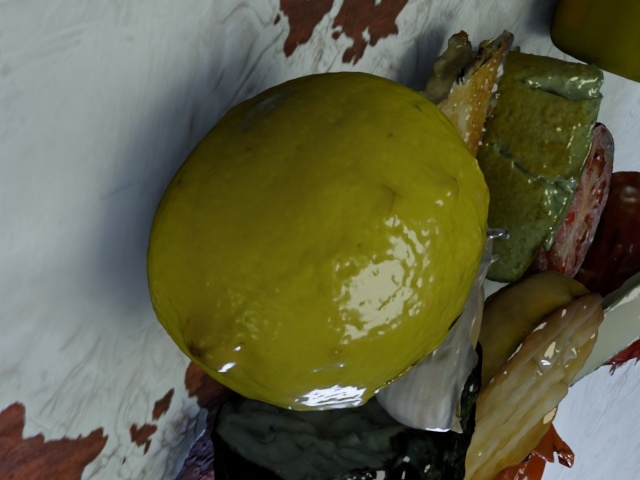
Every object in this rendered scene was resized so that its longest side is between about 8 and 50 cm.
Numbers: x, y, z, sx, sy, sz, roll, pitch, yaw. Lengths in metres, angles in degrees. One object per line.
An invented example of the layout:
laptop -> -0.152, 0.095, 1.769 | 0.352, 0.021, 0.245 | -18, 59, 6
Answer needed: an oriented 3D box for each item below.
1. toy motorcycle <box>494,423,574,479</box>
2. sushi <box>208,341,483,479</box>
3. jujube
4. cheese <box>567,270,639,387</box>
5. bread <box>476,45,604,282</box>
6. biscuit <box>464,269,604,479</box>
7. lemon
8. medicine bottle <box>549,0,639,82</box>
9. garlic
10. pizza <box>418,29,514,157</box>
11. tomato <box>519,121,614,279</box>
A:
toy motorcycle -> 0.212, 0.333, 2.153 | 0.325, 0.148, 0.221 | -63, 177, -19
sushi -> 0.032, 0.202, 1.621 | 0.350, 0.211, 0.170 | -42, 140, -55
jujube -> 0.375, 0.036, 2.163 | 0.174, 0.174, 0.250 | -26, 138, -53
cheese -> 0.288, 0.146, 2.058 | 0.400, 0.034, 0.085 | -36, 124, -5
bread -> 0.216, -0.082, 1.795 | 0.186, 0.124, 0.257 | -57, 165, -56
biscuit -> 0.195, 0.157, 1.888 | 0.296, 0.102, 0.296 | -40, 154, -24
lemon -> -0.002, 0.001, 1.336 | 0.260, 0.261, 0.284 | 79, 24, -50
medicine bottle -> 0.403, -0.360, 1.819 | 0.224, 0.224, 0.384 | -11, 121, -59
garlic -> 0.082, 0.060, 1.515 | 0.229, 0.143, 0.178 | -62, 165, -63
pizza -> 0.072, -0.077, 1.607 | 0.251, 0.074, 0.287 | -3, 114, -62
tomato -> 0.269, -0.043, 1.994 | 0.225, 0.085, 0.225 | -42, 142, -43
